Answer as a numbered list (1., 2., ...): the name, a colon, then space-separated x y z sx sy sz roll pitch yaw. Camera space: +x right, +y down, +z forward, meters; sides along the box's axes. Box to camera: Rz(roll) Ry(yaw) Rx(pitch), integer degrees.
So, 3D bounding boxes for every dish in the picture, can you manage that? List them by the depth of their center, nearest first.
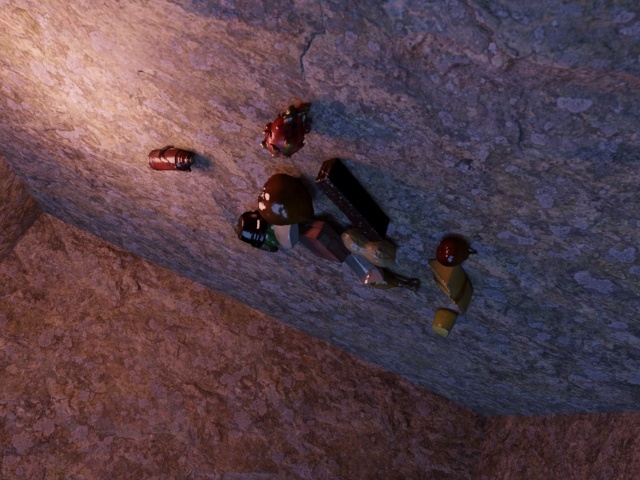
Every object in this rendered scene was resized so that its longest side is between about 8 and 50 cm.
1. dish: 0.199 0.105 1.984 0.151 0.077 0.212 -15 123 49

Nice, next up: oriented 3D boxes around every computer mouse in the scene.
1. computer mouse: -0.154 -0.070 1.859 0.127 0.079 0.231 24 126 45

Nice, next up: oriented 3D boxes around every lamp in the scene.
1. lamp: -0.327 -0.006 2.198 0.250 0.101 0.101 31 152 -21

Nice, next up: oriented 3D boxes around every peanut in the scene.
1. peanut: 0.207 0.025 1.817 0.256 0.124 0.123 26 153 -3

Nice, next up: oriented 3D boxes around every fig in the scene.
1. fig: 0.519 0.034 1.637 0.119 0.152 0.119 61 172 15

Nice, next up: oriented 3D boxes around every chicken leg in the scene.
1. chicken leg: 0.353 0.200 2.056 0.251 0.087 0.107 10 161 13

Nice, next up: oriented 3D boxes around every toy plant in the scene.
1. toy plant: -0.267 -0.050 2.014 0.234 0.176 0.218 5 153 -21

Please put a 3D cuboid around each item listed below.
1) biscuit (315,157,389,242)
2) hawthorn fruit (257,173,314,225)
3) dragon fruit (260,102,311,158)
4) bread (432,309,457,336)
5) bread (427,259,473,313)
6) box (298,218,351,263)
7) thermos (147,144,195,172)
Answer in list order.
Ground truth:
1. biscuit: 0.130 -0.140 1.588 0.073 0.107 0.388 -8 139 41
2. hawthorn fruit: -0.122 -0.151 1.698 0.248 0.208 0.208 17 157 -25
3. dragon fruit: -0.099 -0.354 1.363 0.133 0.150 0.207 33 126 -17
4. bread: 0.635 0.419 2.195 0.111 0.114 0.129 17 150 26
5. bread: 0.572 0.191 1.850 0.141 0.178 0.266 -28 134 18
6. box: 0.000 0.000 1.912 0.215 0.086 0.215 14 155 52
7. thermos: -0.622 -0.339 1.827 0.231 0.099 0.124 7 145 30
